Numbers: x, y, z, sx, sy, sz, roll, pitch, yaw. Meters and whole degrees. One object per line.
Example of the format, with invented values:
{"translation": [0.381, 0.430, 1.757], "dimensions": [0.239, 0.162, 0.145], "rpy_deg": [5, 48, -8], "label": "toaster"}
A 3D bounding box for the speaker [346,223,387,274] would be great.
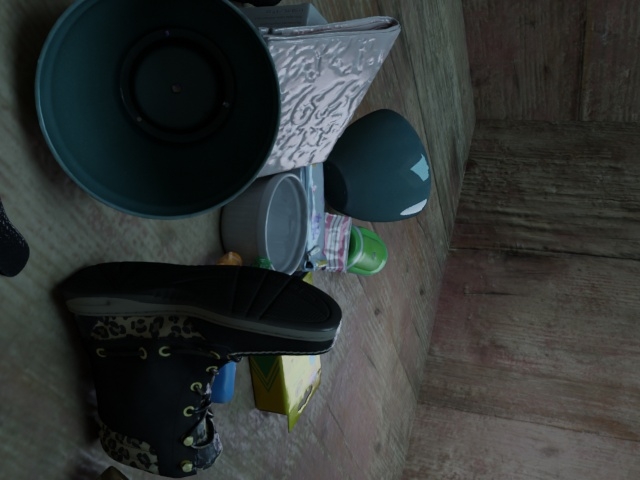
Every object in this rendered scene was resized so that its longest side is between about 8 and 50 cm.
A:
{"translation": [0.092, 0.026, 1.866], "dimensions": [0.296, 0.131, 0.131], "rpy_deg": [18, 78, -68], "label": "speaker"}

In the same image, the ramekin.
{"translation": [-0.111, -0.033, 1.359], "dimensions": [0.207, 0.109, 0.207], "rpy_deg": [4, 90, -69], "label": "ramekin"}

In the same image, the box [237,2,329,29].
{"translation": [-0.073, -0.348, 1.283], "dimensions": [0.182, 0.180, 0.119], "rpy_deg": [17, 78, -68], "label": "box"}

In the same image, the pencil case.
{"translation": [-0.043, -0.067, 1.501], "dimensions": [0.124, 0.113, 0.273], "rpy_deg": [-82, 170, -81], "label": "pencil case"}

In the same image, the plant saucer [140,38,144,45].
{"translation": [-0.243, -0.364, 1.048], "dimensions": [0.198, 0.036, 0.199], "rpy_deg": [5, 90, -68], "label": "plant saucer"}

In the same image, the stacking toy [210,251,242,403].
{"translation": [-0.190, 0.110, 1.165], "dimensions": [0.302, 0.165, 0.175], "rpy_deg": [-73, 175, -55], "label": "stacking toy"}

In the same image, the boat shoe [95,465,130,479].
{"translation": [-0.289, 0.470, 1.047], "dimensions": [0.123, 0.123, 0.342], "rpy_deg": [-39, 144, -21], "label": "boat shoe"}

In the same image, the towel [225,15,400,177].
{"translation": [-0.040, -0.241, 1.198], "dimensions": [0.317, 0.053, 0.332], "rpy_deg": [-19, 153, -41], "label": "towel"}

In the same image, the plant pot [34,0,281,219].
{"translation": [-0.201, -0.194, 0.916], "dimensions": [0.196, 0.293, 0.293], "rpy_deg": [-106, -168, -71], "label": "plant pot"}

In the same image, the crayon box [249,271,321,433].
{"translation": [-0.078, 0.241, 1.539], "dimensions": [0.202, 0.081, 0.319], "rpy_deg": [-46, 136, -58], "label": "crayon box"}

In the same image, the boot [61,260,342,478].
{"translation": [-0.161, 0.184, 0.949], "dimensions": [0.138, 0.377, 0.284], "rpy_deg": [-71, 164, -66], "label": "boot"}

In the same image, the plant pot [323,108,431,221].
{"translation": [0.110, -0.167, 1.731], "dimensions": [0.195, 0.290, 0.290], "rpy_deg": [-21, 120, -26], "label": "plant pot"}

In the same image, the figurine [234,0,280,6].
{"translation": [-0.151, -0.518, 1.190], "dimensions": [0.209, 0.092, 0.215], "rpy_deg": [-33, 125, -58], "label": "figurine"}

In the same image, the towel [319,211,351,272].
{"translation": [0.000, 0.000, 1.646], "dimensions": [0.197, 0.029, 0.144], "rpy_deg": [10, 85, -40], "label": "towel"}

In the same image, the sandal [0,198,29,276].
{"translation": [-0.385, -0.019, 0.774], "dimensions": [0.179, 0.040, 0.067], "rpy_deg": [89, 23, -55], "label": "sandal"}

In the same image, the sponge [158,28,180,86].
{"translation": [-0.220, -0.346, 1.018], "dimensions": [0.210, 0.031, 0.117], "rpy_deg": [73, 30, -44], "label": "sponge"}

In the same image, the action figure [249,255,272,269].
{"translation": [-0.132, 0.117, 1.291], "dimensions": [0.137, 0.063, 0.232], "rpy_deg": [-78, -174, -50], "label": "action figure"}
